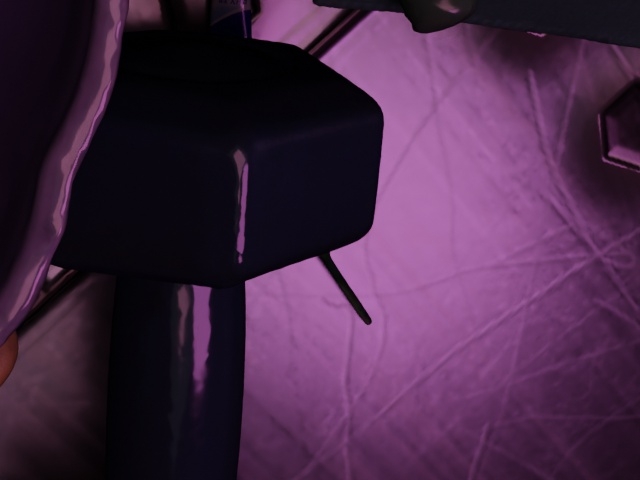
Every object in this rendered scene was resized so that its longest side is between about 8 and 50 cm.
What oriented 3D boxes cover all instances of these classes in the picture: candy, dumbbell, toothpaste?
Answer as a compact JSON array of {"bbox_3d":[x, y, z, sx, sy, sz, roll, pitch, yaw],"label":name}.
[{"bbox_3d":[0.000,0.000,0.597,0.035,0.035,0.123,-32,121,1],"label":"candy"},{"bbox_3d":[-0.063,0.076,0.522,0.160,0.144,0.325,-19,120,-49],"label":"dumbbell"},{"bbox_3d":[-0.041,-0.101,0.558,0.024,0.015,0.083,0,112,-10],"label":"toothpaste"}]

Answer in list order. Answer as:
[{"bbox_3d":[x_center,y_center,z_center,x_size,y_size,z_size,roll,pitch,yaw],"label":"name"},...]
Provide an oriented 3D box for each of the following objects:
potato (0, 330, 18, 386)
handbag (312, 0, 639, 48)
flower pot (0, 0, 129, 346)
[{"bbox_3d":[-0.176,0.056,0.541,0.068,0.062,0.083,25,74,5],"label":"potato"},{"bbox_3d":[0.160,-0.150,0.451,0.274,0.268,0.100,-6,78,-31],"label":"handbag"},{"bbox_3d":[-0.205,-0.092,0.386,0.265,0.243,0.265,-5,111,-14],"label":"flower pot"}]
